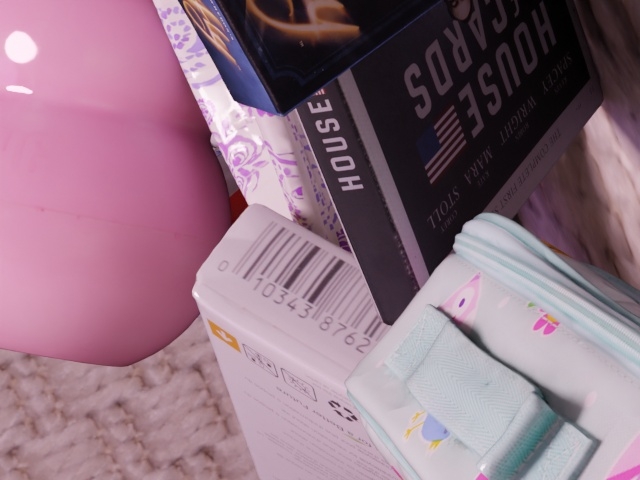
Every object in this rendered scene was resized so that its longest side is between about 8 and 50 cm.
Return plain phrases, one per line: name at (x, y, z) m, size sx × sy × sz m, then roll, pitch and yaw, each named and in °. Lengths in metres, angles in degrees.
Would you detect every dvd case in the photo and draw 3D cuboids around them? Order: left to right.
dvd case at (0.033, -0.114, 0.747) m, size 0.029 × 0.179 × 0.238 m, roll -4°, pitch 120°, yaw 36°

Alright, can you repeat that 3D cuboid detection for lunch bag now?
lunch bag at (0.125, 0.099, 0.620) m, size 0.224 × 0.108 × 0.279 m, roll 42°, pitch 179°, yaw -18°

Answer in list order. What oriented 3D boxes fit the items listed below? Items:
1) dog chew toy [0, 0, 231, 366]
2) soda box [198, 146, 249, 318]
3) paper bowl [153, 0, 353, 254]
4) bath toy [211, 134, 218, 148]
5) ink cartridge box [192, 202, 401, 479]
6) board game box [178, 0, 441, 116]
dog chew toy at (-0.142, -0.094, 1.183) m, size 0.206 × 0.207 × 0.332 m, roll 175°, pitch 106°, yaw -84°
soda box at (0.000, 0.000, 1.246) m, size 0.286 × 0.091 × 0.098 m, roll 6°, pitch 129°, yaw 55°
paper bowl at (0.003, -0.123, 0.986) m, size 0.284 × 0.148 × 0.284 m, roll 156°, pitch 90°, yaw -85°
bath toy at (-0.028, -0.081, 1.535) m, size 0.129 × 0.151 × 0.348 m, roll 19°, pitch 145°, yaw 54°
ink cartridge box at (0.095, 0.139, 0.950) m, size 0.304 × 0.072 × 0.307 m, roll 27°, pitch 161°, yaw 19°
board game box at (-0.013, -0.186, 0.615) m, size 0.042 × 0.165 × 0.243 m, roll 25°, pitch 149°, yaw 60°
